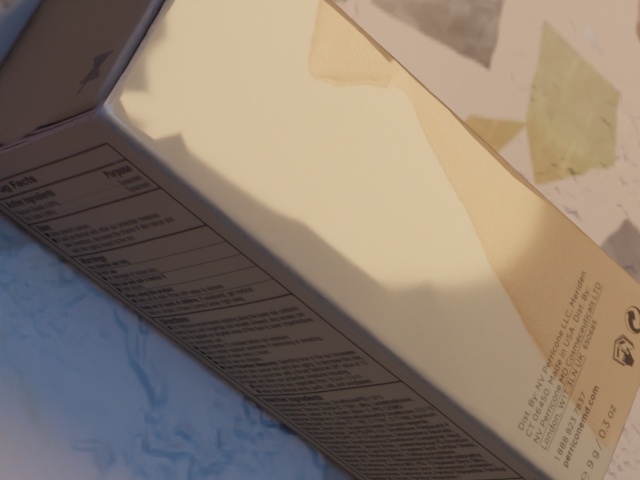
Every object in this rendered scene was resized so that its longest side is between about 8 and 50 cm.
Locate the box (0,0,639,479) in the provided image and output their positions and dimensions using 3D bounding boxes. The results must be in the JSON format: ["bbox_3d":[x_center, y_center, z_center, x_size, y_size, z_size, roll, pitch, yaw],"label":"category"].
[{"bbox_3d":[0.000,0.000,0.807,0.311,0.148,0.121,41,61,-27],"label":"box"}]
